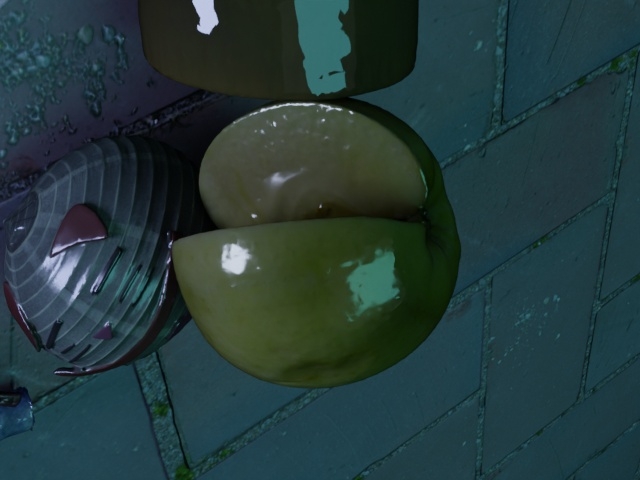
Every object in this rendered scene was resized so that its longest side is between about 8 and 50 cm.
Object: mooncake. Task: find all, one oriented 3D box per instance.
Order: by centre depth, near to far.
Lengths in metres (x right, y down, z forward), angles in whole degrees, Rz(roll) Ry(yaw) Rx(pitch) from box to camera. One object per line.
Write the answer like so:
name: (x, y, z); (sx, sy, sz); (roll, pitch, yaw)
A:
mooncake: (-0.040, -0.252, 1.077); (0.284, 0.284, 0.155); (-20, 126, -34)

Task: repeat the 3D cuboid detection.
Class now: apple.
apple: (0.000, 0.000, 1.069); (0.292, 0.254, 0.291); (28, 58, -58)

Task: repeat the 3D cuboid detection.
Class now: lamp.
lamp: (-0.230, 0.014, 1.166); (0.233, 0.233, 0.265); (7, 123, -49)

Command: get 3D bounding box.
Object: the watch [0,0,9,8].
watch: (-0.337, -0.304, 0.853); (0.231, 0.196, 0.244); (-32, 145, 12)

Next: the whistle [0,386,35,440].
whistle: (-0.481, 0.235, 1.236); (0.304, 0.062, 0.062); (-13, 130, -39)

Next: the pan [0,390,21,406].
pan: (-0.442, 0.165, 1.224); (0.212, 0.040, 0.114); (13, 110, -41)
